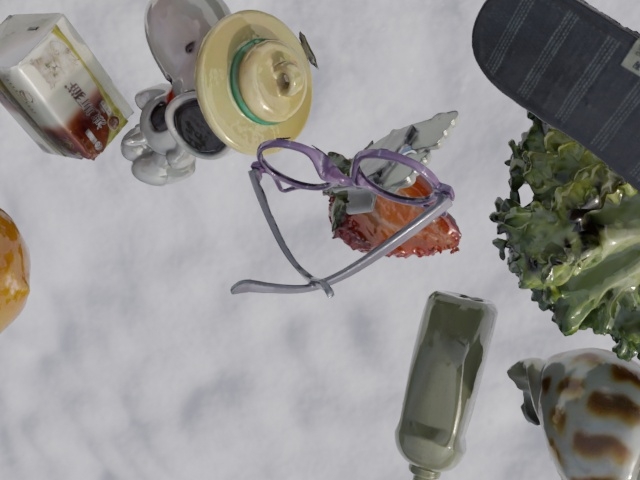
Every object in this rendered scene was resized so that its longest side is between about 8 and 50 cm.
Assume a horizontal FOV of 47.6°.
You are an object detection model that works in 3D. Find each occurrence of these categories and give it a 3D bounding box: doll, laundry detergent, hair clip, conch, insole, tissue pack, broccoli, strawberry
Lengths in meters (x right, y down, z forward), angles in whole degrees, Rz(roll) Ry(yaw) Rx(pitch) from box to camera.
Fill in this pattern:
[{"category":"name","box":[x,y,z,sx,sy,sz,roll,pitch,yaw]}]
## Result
[{"category":"doll","box":[-0.115,-0.133,0.760,0.208,0.144,0.271,49,142,20]},{"category":"laundry detergent","box":[0.158,0.195,0.935,0.091,0.181,0.254,13,91,17]},{"category":"hair clip","box":[0.094,-0.116,1.010,0.140,0.220,0.054,-10,120,43]},{"category":"conch","box":[0.327,0.217,0.821,0.148,0.275,0.183,-29,126,6]},{"category":"insole","box":[0.212,-0.046,0.390,0.309,0.012,0.110,40,145,15]},{"category":"tissue pack","box":[-0.315,-0.178,0.853,0.106,0.099,0.149,10,148,33]},{"category":"broccoli","box":[0.349,-0.053,0.764,0.334,0.324,0.272,25,135,-15]},{"category":"strawberry","box":[0.113,-0.055,1.154,0.098,0.228,0.175,165,113,-67]}]

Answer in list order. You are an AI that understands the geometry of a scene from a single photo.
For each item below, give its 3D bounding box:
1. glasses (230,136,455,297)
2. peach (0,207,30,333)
[{"category":"glasses","box":[0.000,0.000,0.428,0.139,0.104,0.062,9,155,27]},{"category":"peach","box":[-0.284,0.026,0.526,0.138,0.138,0.138,13,121,23]}]
